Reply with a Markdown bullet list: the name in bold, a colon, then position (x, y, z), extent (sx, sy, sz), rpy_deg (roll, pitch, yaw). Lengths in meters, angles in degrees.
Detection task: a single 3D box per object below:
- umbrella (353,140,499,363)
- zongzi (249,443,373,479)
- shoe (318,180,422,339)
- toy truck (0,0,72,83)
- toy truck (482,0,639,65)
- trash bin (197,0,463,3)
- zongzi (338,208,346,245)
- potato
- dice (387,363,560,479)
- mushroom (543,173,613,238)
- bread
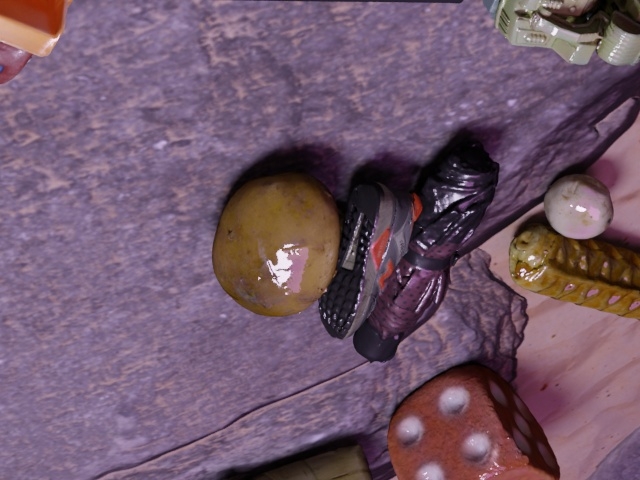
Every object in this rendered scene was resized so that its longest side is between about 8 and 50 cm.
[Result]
- **umbrella**: position (0.118, 0.023, 1.533), extent (0.094, 0.090, 0.326), rpy_deg (-2, 136, -27)
- **zongzi**: position (-0.032, 0.398, 1.869), extent (0.228, 0.115, 0.256), rpy_deg (-18, 146, -11)
- **shoe**: position (0.058, 0.025, 1.466), extent (0.077, 0.074, 0.194), rpy_deg (-2, 120, -33)
- **toy truck**: position (-0.228, -0.245, 1.045), extent (0.114, 0.135, 0.270), rpy_deg (19, 125, -39)
- **toy truck**: position (0.261, -0.225, 1.302), extent (0.191, 0.116, 0.085), rpy_deg (0, 136, -24)
- **trash bin**: position (-0.002, -0.279, 1.092), extent (0.226, 0.165, 0.115), rpy_deg (-5, 138, -16)
- **zongzi**: position (0.000, 0.000, 1.503), extent (0.083, 0.040, 0.076), rpy_deg (-16, 136, 20)
- **potato**: position (-0.046, 0.009, 1.418), extent (0.137, 0.137, 0.176), rpy_deg (-10, 137, -14)
- **dice**: position (0.203, 0.290, 1.802), extent (0.174, 0.179, 0.175), rpy_deg (-38, 142, 17)
- **mushroom**: position (0.304, -0.041, 1.563), extent (0.084, 0.067, 0.083), rpy_deg (10, 126, 14)
- **bread**: position (0.374, 0.050, 1.686), extent (0.368, 0.084, 0.077), rpy_deg (14, 173, -38)
